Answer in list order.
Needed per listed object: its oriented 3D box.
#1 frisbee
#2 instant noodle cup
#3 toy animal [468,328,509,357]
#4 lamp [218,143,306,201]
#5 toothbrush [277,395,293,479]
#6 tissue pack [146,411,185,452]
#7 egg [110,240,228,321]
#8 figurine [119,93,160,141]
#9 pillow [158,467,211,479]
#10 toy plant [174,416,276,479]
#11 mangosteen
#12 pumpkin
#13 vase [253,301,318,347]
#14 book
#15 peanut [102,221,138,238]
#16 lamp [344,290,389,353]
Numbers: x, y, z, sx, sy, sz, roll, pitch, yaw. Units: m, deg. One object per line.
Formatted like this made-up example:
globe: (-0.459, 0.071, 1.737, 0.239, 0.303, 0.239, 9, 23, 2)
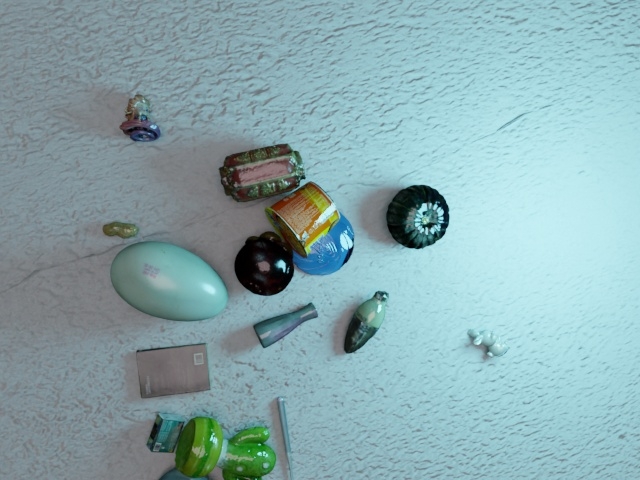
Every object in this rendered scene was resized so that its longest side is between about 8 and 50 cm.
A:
frisbee: (0.000, 0.000, 1.950, 0.241, 0.045, 0.242, 0, 91, -7)
instant noodle cup: (-0.049, -0.075, 1.842, 0.174, 0.213, 0.213, -40, 95, -13)
toy animal: (0.595, 0.353, 2.020, 0.085, 0.071, 0.124, -42, 104, 13)
lamp: (-0.188, -0.217, 1.861, 0.273, 0.177, 0.177, -12, 92, -8)
toothbrush: (-0.116, 0.700, 1.947, 0.030, 0.025, 0.343, -6, 92, -5)
tissue pack: (-0.510, 0.624, 1.871, 0.085, 0.079, 0.111, 21, 87, -39)
egg: (-0.468, 0.132, 1.794, 0.370, 0.230, 0.230, 21, 88, -12)
figurine: (-0.587, -0.388, 1.844, 0.114, 0.126, 0.157, -40, 66, 34)
pillow: (-0.438, 0.856, 1.875, 0.233, 0.086, 0.214, 35, 91, -5)
toy plant: (-0.294, 0.692, 1.869, 0.315, 0.184, 0.224, 24, 92, -23)
mangosteen: (-0.178, 0.080, 1.855, 0.209, 0.210, 0.210, 0, 90, -8)
pumpkin: (0.330, -0.079, 1.935, 0.220, 0.162, 0.221, -2, 102, -9)
vase: (-0.113, 0.277, 1.920, 0.214, 0.086, 0.086, -25, 94, -11)
book: (-0.485, 0.430, 1.895, 0.228, 0.024, 0.160, -5, 90, -8)
peanut: (-0.649, -0.034, 1.858, 0.113, 0.054, 0.054, 5, 90, -5)
lamp: (0.155, 0.279, 1.948, 0.101, 0.101, 0.250, 27, 99, -7)
